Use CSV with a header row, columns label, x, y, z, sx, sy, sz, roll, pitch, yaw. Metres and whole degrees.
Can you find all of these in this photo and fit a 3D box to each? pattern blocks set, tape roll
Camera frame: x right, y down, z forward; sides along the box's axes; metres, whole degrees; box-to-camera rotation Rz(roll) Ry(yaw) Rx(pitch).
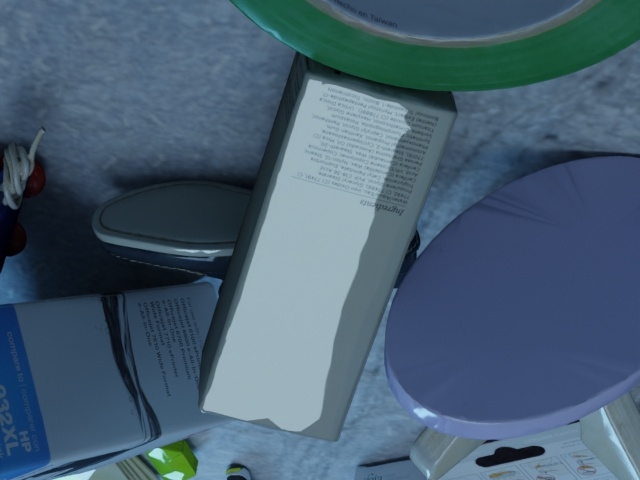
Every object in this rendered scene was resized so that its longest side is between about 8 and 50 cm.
label,x,y,z,sx,sy,sz,roll,pitch,yaw
pattern blocks set,-0.265,0.226,1.595,0.285,0.026,0.325,0,142,11
tape roll,0.077,-0.222,0.907,0.321,0.077,0.321,4,143,3

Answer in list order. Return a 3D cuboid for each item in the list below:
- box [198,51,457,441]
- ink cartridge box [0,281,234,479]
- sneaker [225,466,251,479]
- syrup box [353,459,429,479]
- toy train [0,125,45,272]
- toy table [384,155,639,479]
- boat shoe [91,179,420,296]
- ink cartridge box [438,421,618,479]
label,x,y,z,sx,sy,sz,roll,pitch,yaw
box,0.000,0.000,1.104,0.113,0.094,0.275,15,115,-11
ink cartridge box,-0.245,0.132,1.257,0.223,0.129,0.307,-22,170,34
sneaker,-0.080,0.268,1.612,0.031,0.035,0.083,-8,140,21
syrup box,0.079,0.335,1.504,0.093,0.237,0.096,-13,135,25
toy train,-0.295,-0.047,1.194,0.143,0.105,0.248,27,141,-3
toy table,0.167,0.069,1.157,0.274,0.252,0.161,-24,150,-12
boat shoe,-0.050,0.003,1.215,0.254,0.095,0.079,-3,131,-1
ink cartridge box,0.231,0.239,1.513,0.189,0.066,0.232,-18,127,30
